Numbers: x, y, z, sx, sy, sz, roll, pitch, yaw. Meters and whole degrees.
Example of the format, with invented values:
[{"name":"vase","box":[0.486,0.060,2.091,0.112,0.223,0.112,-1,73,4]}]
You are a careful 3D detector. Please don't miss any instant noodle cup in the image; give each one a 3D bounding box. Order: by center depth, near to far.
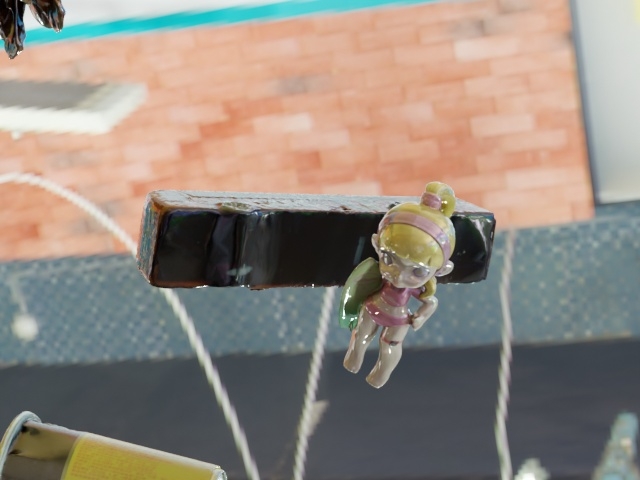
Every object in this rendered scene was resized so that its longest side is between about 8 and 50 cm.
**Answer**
[{"name":"instant noodle cup","box":[-0.229,0.302,1.672,0.236,0.216,0.215,7,-156,6]}]

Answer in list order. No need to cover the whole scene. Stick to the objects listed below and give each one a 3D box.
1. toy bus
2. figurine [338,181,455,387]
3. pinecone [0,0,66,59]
[{"name":"toy bus","box":[0.000,0.000,1.597,0.408,0.093,0.092,1,-163,-33]},{"name":"figurine","box":[0.063,0.036,1.280,0.083,0.187,0.083,12,-148,-7]},{"name":"pinecone","box":[-0.355,-0.289,1.642,0.229,0.202,0.201,-33,-169,45]}]
